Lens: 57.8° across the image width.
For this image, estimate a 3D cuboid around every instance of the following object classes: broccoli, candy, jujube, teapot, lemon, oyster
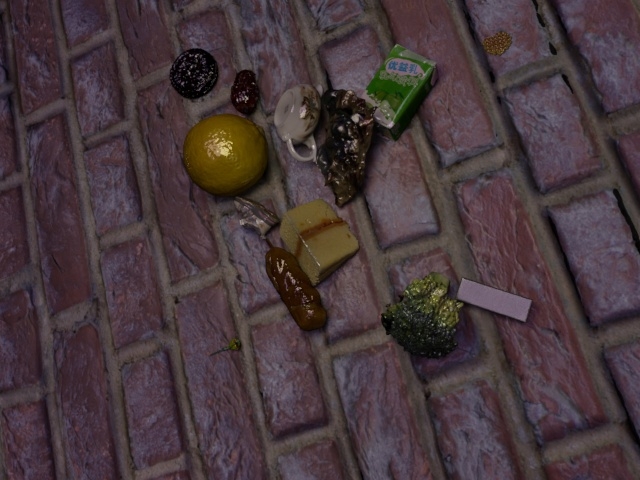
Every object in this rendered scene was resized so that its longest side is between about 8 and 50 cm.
[{"bbox_3d":[0.292,0.193,1.653,0.247,0.263,0.243,-5,42,46],"label":"broccoli"},{"bbox_3d":[-0.312,0.351,1.884,0.123,0.035,0.035,-25,40,20],"label":"candy"},{"bbox_3d":[-0.270,-0.522,2.033,0.104,0.104,0.166,-15,61,14],"label":"jujube"},{"bbox_3d":[-0.066,-0.401,1.907,0.204,0.139,0.298,-12,65,54],"label":"teapot"},{"bbox_3d":[-0.309,-0.278,1.895,0.293,0.293,0.293,-4,77,16],"label":"lemon"},{"bbox_3d":[0.052,-0.295,1.833,0.221,0.096,0.361,34,119,50],"label":"oyster"}]

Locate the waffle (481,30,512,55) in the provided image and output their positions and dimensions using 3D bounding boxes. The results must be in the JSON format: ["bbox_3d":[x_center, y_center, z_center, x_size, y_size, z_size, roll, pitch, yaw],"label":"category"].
[{"bbox_3d":[0.561,-0.627,1.834,0.085,0.016,0.078,-39,74,6],"label":"waffle"}]

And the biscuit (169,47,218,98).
[{"bbox_3d":[-0.464,-0.614,2.130,0.194,0.053,0.194,-4,77,16],"label":"biscuit"}]

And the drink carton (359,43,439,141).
[{"bbox_3d":[0.242,-0.466,1.849,0.161,0.108,0.271,33,90,21],"label":"drink carton"}]

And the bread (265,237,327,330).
[{"bbox_3d":[-0.097,0.134,1.828,0.124,0.084,0.344,-38,71,16],"label":"bread"}]

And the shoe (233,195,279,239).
[{"bbox_3d":[-0.223,-0.077,1.925,0.180,0.089,0.092,32,101,23],"label":"shoe"}]

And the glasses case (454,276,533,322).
[{"bbox_3d":[0.496,0.169,1.662,0.205,0.047,0.071,18,88,20],"label":"glasses case"}]

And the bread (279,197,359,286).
[{"bbox_3d":[0.000,0.000,1.864,0.178,0.135,0.240,-25,67,-25],"label":"bread"}]
